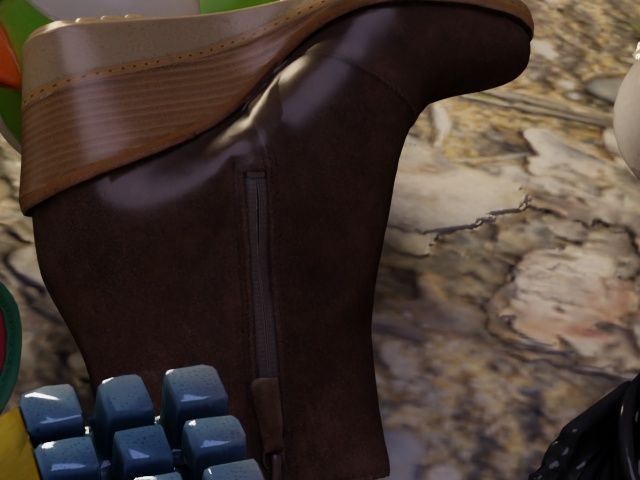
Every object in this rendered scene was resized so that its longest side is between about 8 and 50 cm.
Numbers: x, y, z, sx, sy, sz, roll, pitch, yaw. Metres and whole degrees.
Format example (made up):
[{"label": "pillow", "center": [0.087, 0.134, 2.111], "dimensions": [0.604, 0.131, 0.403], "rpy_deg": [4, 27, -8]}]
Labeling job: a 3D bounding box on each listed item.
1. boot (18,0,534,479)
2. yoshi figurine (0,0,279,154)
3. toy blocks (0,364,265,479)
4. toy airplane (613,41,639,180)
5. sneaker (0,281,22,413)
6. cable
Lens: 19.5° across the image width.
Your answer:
[{"label": "boot", "center": [0.000, 0.000, 0.783], "dimensions": [0.248, 0.090, 0.207], "rpy_deg": [-10, 79, -25]}, {"label": "yoshi figurine", "center": [-0.142, -0.149, 0.910], "dimensions": [0.362, 0.203, 0.203], "rpy_deg": [44, 69, 1]}, {"label": "toy blocks", "center": [-0.064, 0.153, 0.456], "dimensions": [0.381, 0.261, 0.191], "rpy_deg": [-7, 38, -17]}, {"label": "toy airplane", "center": [0.226, -0.143, 0.898], "dimensions": [0.384, 0.272, 0.386], "rpy_deg": [45, 17, 25]}, {"label": "sneaker", "center": [-0.198, 0.008, 0.748], "dimensions": [0.178, 0.124, 0.295], "rpy_deg": [8, 43, 11]}, {"label": "cable", "center": [0.184, 0.096, 0.752], "dimensions": [0.184, 0.047, 0.150], "rpy_deg": [-26, 47, -37]}]
